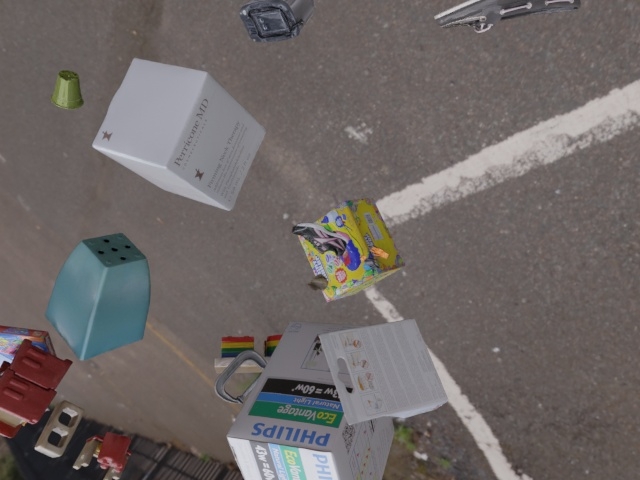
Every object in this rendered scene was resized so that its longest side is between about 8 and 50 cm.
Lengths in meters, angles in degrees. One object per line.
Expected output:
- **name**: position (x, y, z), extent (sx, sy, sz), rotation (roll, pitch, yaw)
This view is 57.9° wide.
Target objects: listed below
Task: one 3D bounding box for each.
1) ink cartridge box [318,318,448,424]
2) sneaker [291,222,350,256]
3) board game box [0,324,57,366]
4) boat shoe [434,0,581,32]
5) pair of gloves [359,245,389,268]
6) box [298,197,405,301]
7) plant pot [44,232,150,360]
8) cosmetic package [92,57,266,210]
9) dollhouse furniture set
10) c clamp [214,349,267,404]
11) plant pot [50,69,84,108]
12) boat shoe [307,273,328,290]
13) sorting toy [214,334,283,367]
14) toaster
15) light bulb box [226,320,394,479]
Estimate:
- **ink cartridge box**: position (0.092, 0.203, 0.891), extent (0.045, 0.179, 0.145), rotation (120, 138, -51)
- **sneaker**: position (0.000, 0.000, 1.722), extent (0.178, 0.077, 0.072), rotation (15, 165, -10)
- **board game box**: position (-0.777, 0.260, 1.394), extent (0.281, 0.027, 0.145), rotation (7, 128, 5)
- **boat shoe**: position (0.425, -0.515, 1.289), extent (0.112, 0.335, 0.095), rotation (-108, -1, -76)
- **pair of gloves**: position (0.174, 0.055, 1.871), extent (0.074, 0.010, 0.083), rotation (30, 126, -8)
- **box**: position (0.111, 0.036, 2.163), extent (0.279, 0.177, 0.290), rotation (-35, 74, 40)
- **plant pot**: position (-0.490, 0.110, 1.311), extent (0.166, 0.165, 0.234), rotation (39, 121, 26)
- **cosmetic package**: position (-0.454, -0.342, 1.926), extent (0.327, 0.329, 0.394), rotation (18, 172, 26)
- **dollhouse furniture set**: position (-0.580, 0.405, 1.342), extent (0.374, 0.152, 0.201), rotation (37, 136, -24)
- **c clamp**: position (-0.175, 0.343, 1.429), extent (0.137, 0.161, 0.022), rotation (53, 168, -22)
- **plant pot**: position (-0.675, -0.408, 1.546), extent (0.083, 0.083, 0.079), rotation (33, 132, 9)
- **boat shoe**: position (-0.004, 0.129, 1.857), extent (0.050, 0.045, 0.135), rotation (40, 162, -13)
- **sorting toy**: position (-0.173, 0.327, 1.674), extent (0.255, 0.089, 0.257), rotation (0, 163, -9)
- **toaster**: position (-0.115, -0.675, 1.699), extent (0.227, 0.146, 0.129), rotation (6, 142, 36)
- **light bulb box**: position (0.005, 0.431, 1.288), extent (0.225, 0.361, 0.358), rotation (0, 121, 21)
